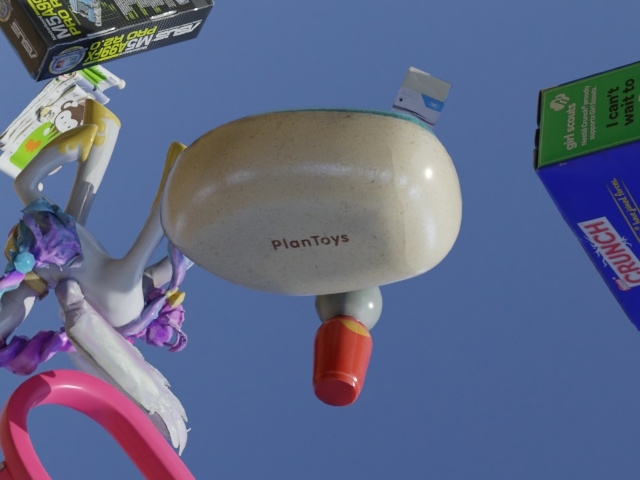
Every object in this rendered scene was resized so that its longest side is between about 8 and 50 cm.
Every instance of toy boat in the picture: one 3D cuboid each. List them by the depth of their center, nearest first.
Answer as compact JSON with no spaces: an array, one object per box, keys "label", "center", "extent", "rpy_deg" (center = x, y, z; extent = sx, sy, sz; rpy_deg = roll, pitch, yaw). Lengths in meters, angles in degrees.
[{"label":"toy boat","center":[0.000,0.000,1.345],"extent":[0.268,0.318,0.148],"rpy_deg":[-1,-136,12]}]

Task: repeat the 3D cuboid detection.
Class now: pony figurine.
[{"label":"pony figurine","center":[-0.246,0.060,1.683],"extent":[0.363,0.351,0.303],"rpy_deg":[-55,-179,-14]}]

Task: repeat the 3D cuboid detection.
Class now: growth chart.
[{"label":"growth chart","center":[-0.393,-0.176,2.221],"extent":[0.237,0.172,0.021],"rpy_deg":[-48,-117,11]}]

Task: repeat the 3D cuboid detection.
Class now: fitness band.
[{"label":"fitness band","center":[-0.234,0.269,1.614],"extent":[0.291,0.209,0.054],"rpy_deg":[51,-59,11]}]

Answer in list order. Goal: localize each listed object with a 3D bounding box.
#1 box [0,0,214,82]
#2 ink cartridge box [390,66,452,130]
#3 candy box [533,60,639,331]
[{"label":"box","center":[-0.274,-0.312,1.592],"extent":[0.216,0.270,0.060],"rpy_deg":[-23,161,-37]},{"label":"ink cartridge box","center":[0.099,-0.136,1.519],"extent":[0.048,0.083,0.028],"rpy_deg":[23,-119,1]},{"label":"candy box","center":[0.406,-0.062,1.450],"extent":[0.317,0.268,0.122],"rpy_deg":[-16,-137,27]}]
